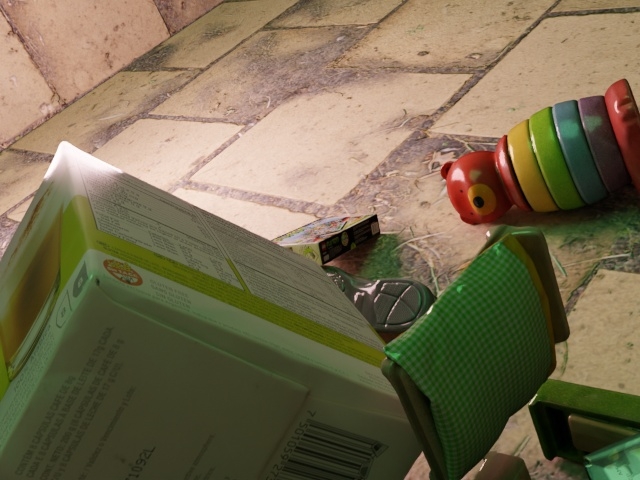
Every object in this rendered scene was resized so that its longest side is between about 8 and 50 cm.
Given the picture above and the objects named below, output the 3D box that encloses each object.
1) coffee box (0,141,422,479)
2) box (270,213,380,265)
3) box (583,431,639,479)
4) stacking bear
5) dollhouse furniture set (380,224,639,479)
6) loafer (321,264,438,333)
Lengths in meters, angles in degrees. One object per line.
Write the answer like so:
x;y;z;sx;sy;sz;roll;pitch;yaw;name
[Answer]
-0.160;0.162;0.746;0.338;0.338;0.334;-58;31;10;coffee box
0.000;0.000;1.202;0.114;0.036;0.207;-4;11;29;box
0.395;0.255;0.458;0.318;0.097;0.395;-26;48;9;box
0.321;-0.107;1.118;0.289;0.175;0.164;-19;23;25;stacking bear
0.204;0.156;0.655;0.151;0.302;0.197;8;43;44;dollhouse furniture set
0.059;0.095;1.082;0.267;0.084;0.096;5;73;44;loafer
